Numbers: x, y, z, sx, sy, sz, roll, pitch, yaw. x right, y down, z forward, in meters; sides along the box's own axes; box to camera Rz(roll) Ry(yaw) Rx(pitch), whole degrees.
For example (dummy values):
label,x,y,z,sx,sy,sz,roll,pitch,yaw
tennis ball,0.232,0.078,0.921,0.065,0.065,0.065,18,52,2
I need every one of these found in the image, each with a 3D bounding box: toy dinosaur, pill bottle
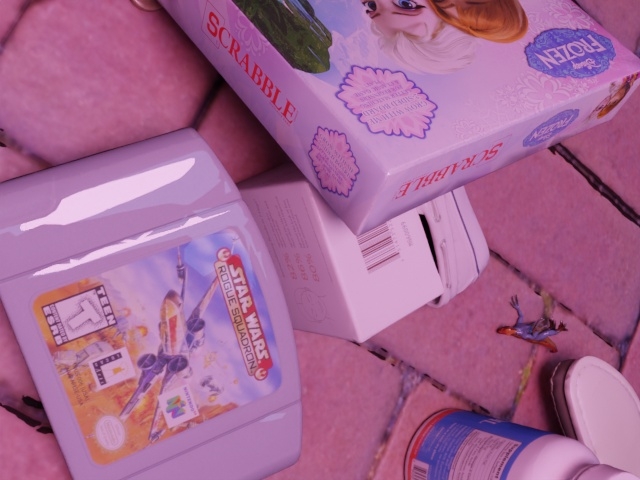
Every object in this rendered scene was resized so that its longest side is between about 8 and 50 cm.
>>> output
label,x,y,z,sx,sy,sz,roll,pitch,yaw
toy dinosaur,0.244,0.110,0.864,0.082,0.047,0.090,-15,109,-14
pill bottle,0.195,0.242,0.721,0.124,0.221,0.124,0,90,-34

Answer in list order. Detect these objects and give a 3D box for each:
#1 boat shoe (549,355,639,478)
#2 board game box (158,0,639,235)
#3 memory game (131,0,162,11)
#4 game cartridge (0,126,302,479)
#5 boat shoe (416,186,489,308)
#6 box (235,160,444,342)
label,x,y,z,sx,sy,sz,roll,pitch,yaw
boat shoe,0.345,0.258,0.897,0.109,0.091,0.305,-44,112,-24
board game box,0.057,-0.186,0.607,0.318,0.066,0.318,-25,65,-35
memory game,-0.150,-0.284,0.620,0.186,0.012,0.186,0,90,-33
game cartridge,-0.122,0.074,0.578,0.198,0.062,0.297,-20,107,-14
boat shoe,0.084,-0.048,0.725,0.084,0.095,0.258,-43,111,-30
box,0.000,0.000,0.624,0.091,0.170,0.130,-26,104,-28
